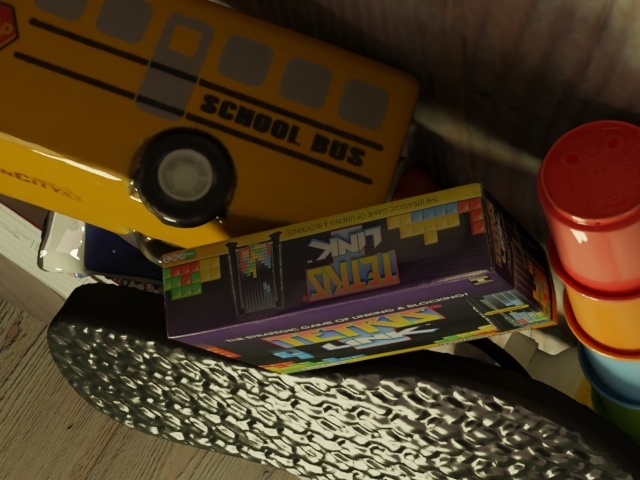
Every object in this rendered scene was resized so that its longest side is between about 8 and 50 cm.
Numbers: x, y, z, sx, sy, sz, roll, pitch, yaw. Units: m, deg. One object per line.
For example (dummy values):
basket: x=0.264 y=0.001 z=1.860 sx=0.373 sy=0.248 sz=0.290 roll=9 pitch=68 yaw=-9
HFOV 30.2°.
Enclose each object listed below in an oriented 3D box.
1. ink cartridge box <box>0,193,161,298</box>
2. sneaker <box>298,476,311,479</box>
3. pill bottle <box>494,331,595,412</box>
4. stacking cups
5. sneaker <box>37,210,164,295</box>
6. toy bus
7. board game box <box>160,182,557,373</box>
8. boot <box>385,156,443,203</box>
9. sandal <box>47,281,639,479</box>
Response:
ink cartridge box: x=-0.183 y=0.034 z=1.075 sx=0.275 sy=0.060 sz=0.239 roll=36 pitch=162 yaw=-10
sneaker: x=0.058 y=0.206 z=1.256 sx=0.292 sy=0.169 sz=0.108 roll=41 pitch=156 yaw=20
pill bottle: x=0.211 y=0.143 z=0.890 sx=0.184 sy=0.103 sz=0.103 roll=28 pitch=165 yaw=11
stacking cups: x=0.187 y=0.052 z=0.672 sx=0.096 sy=0.096 sz=0.316 roll=22 pitch=162 yaw=31
sneaker: x=-0.101 y=-0.007 z=0.889 sx=0.182 sy=0.127 sz=0.315 roll=-8 pitch=136 yaw=33
toy bus: x=-0.124 y=-0.076 z=0.654 sx=0.332 sy=0.130 sz=0.108 roll=19 pitch=162 yaw=-4
board game box: x=0.025 y=0.027 z=0.622 sx=0.170 sy=0.048 sz=0.141 roll=-13 pitch=163 yaw=21
boot: x=0.085 y=-0.004 z=0.769 sx=0.084 sy=0.059 sz=0.158 roll=20 pitch=170 yaw=26
sandal: x=0.022 y=0.092 z=0.795 sx=0.446 sy=0.107 sz=0.167 roll=14 pitch=140 yaw=22
